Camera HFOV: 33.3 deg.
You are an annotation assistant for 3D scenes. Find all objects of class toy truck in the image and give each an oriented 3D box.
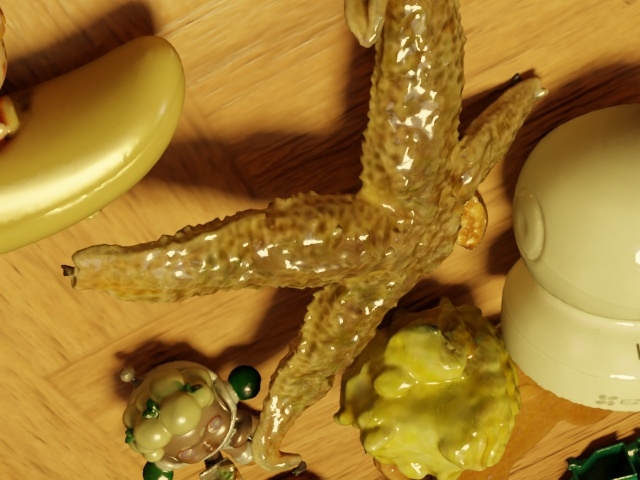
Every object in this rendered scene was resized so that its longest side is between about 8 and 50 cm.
[{"bbox_3d":[0.332,0.326,1.286,0.116,0.110,0.216,18,124,-18],"label":"toy truck"}]

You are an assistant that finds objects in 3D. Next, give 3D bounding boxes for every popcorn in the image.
[{"bbox_3d":[0.097,0.141,0.982,0.174,0.173,0.142,-4,172,-18],"label":"popcorn"}]

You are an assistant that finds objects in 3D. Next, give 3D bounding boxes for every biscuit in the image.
[{"bbox_3d":[0.222,0.149,1.120,0.216,0.047,0.339,26,116,-39],"label":"biscuit"}]

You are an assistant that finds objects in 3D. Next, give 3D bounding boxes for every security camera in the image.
[{"bbox_3d":[0.255,0.001,0.901,0.195,0.194,0.236,-10,128,-13],"label":"security camera"}]

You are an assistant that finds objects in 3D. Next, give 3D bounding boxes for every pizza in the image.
[{"bbox_3d":[0.131,-0.020,0.952,0.037,0.016,0.083,-20,138,-4],"label":"pizza"}]

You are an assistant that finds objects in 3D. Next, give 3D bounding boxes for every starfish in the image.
[{"bbox_3d":[0.000,0.000,0.818,0.432,0.082,0.324,-49,140,14],"label":"starfish"}]

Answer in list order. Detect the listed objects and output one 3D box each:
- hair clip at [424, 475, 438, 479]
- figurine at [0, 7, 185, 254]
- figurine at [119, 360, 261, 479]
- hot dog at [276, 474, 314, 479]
[{"bbox_3d":[0.084,0.383,1.138,0.090,0.137,0.278,30,110,4],"label":"hair clip"},{"bbox_3d":[-0.248,-0.077,0.690,0.325,0.124,0.222,-19,131,-8],"label":"figurine"},{"bbox_3d":[-0.105,0.172,0.981,0.147,0.093,0.197,-47,133,6],"label":"figurine"},{"bbox_3d":[-0.016,0.312,1.164,0.099,0.065,0.147,-15,137,6],"label":"hot dog"}]
